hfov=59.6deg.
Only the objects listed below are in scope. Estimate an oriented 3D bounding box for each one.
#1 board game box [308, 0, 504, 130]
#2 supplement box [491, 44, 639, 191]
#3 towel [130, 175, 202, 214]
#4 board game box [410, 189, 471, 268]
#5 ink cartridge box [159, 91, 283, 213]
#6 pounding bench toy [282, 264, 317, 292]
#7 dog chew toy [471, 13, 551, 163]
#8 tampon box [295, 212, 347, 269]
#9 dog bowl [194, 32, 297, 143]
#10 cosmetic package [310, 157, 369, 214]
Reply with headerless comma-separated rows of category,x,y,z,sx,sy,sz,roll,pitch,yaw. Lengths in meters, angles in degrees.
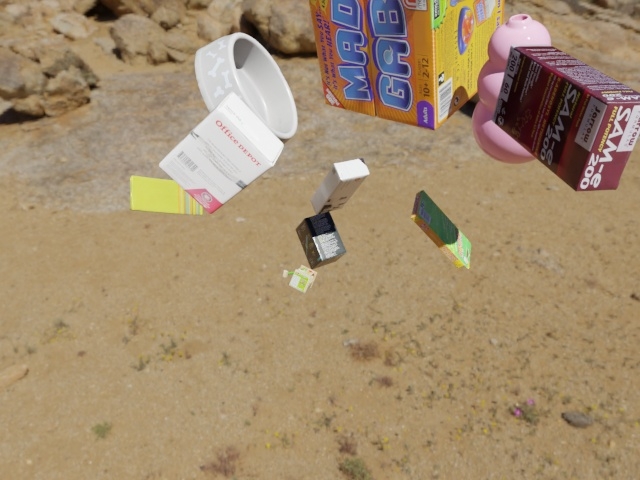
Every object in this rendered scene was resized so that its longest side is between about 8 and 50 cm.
board game box,0.229,-0.556,1.440,0.356,0.357,0.356,23,51,35
supplement box,0.348,-0.185,0.810,0.073,0.130,0.239,-5,36,-14
towel,-0.454,-0.131,1.661,0.021,0.102,0.237,-7,-7,43
board game box,0.377,-0.028,1.725,0.039,0.259,0.124,-33,24,38
ink cartridge box,-0.228,-0.197,1.292,0.237,0.172,0.100,-32,23,35
pounding bench toy,-0.061,0.101,1.586,0.083,0.052,0.065,26,17,10
dog chew toy,0.450,-0.342,1.273,0.206,0.332,0.207,-8,40,7
tampon box,0.000,0.000,1.949,0.101,0.161,0.120,-18,-11,-24
dog bowl,-0.186,-0.400,1.521,0.102,0.349,0.349,-21,18,24
cosmetic package,0.055,-0.159,1.697,0.098,0.061,0.239,-17,-16,-24
